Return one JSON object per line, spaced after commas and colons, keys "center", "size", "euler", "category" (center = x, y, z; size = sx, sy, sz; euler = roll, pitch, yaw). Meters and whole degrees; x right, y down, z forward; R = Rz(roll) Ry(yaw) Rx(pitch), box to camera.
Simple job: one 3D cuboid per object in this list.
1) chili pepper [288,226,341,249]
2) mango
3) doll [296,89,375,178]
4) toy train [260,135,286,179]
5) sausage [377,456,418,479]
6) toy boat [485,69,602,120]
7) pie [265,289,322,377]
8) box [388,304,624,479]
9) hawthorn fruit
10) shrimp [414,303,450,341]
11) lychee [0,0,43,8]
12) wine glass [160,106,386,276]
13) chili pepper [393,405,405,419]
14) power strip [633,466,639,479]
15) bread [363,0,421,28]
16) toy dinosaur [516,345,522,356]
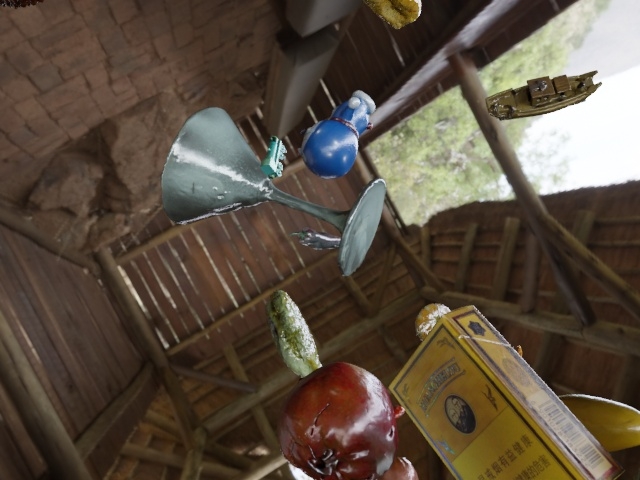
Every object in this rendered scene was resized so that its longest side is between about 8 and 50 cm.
{"center": [0.000, 0.001, 1.232], "size": [0.153, 0.041, 0.050], "euler": [16, -179, -42], "category": "chili pepper"}
{"center": [0.582, 0.393, 1.214], "size": [0.253, 0.138, 0.113], "euler": [-18, -150, 54], "category": "mango"}
{"center": [0.046, -0.294, 1.564], "size": [0.256, 0.161, 0.215], "euler": [-58, 170, -23], "category": "doll"}
{"center": [-0.087, -0.152, 1.045], "size": [0.029, 0.045, 0.092], "euler": [-12, -131, 24], "category": "toy train"}
{"center": [0.179, 0.633, 1.298], "size": [0.114, 0.258, 0.113], "euler": [0, 156, 0], "category": "sausage"}
{"center": [0.420, -0.278, 1.077], "size": [0.206, 0.064, 0.072], "euler": [-13, 161, 11], "category": "toy boat"}
{"center": [-0.069, 0.222, 1.324], "size": [0.090, 0.200, 0.248], "euler": [-28, -149, -4], "category": "pie"}
{"center": [0.254, 0.273, 0.846], "size": [0.084, 0.301, 0.192], "euler": [-8, 138, -40], "category": "box"}
{"center": [0.025, 0.219, 0.708], "size": [0.148, 0.148, 0.172], "euler": [-26, -163, 24], "category": "hawthorn fruit"}
{"center": [0.345, 0.238, 1.530], "size": [0.217, 0.115, 0.051], "euler": [20, 169, -23], "category": "shrimp"}
{"center": [-0.368, -0.336, 0.666], "size": [0.129, 0.123, 0.123], "euler": [11, -157, 29], "category": "lychee"}
{"center": [-0.091, -0.092, 1.166], "size": [0.406, 0.266, 0.267], "euler": [21, -156, 20], "category": "wine glass"}
{"center": [0.166, 0.489, 1.531], "size": [0.178, 0.027, 0.045], "euler": [-27, -178, -30], "category": "chili pepper"}
{"center": [0.463, 0.318, 0.766], "size": [0.061, 0.145, 0.215], "euler": [19, -125, 25], "category": "power strip"}
{"center": [0.098, -0.470, 1.012], "size": [0.083, 0.113, 0.211], "euler": [-37, 146, 24], "category": "bread"}
{"center": [0.400, 0.327, 1.294], "size": [0.117, 0.288, 0.070], "euler": [11, -134, 26], "category": "toy dinosaur"}
